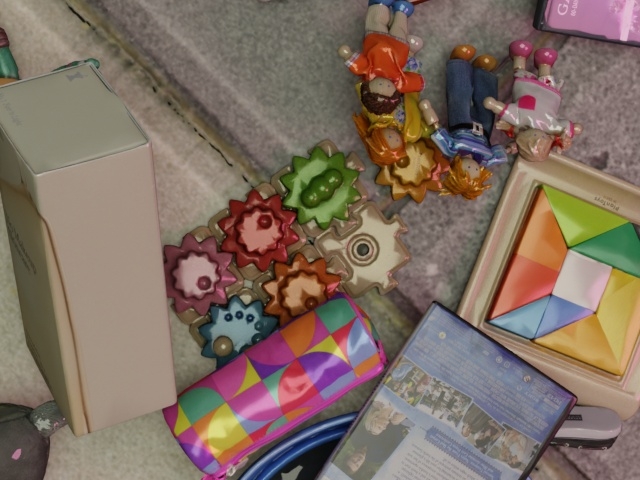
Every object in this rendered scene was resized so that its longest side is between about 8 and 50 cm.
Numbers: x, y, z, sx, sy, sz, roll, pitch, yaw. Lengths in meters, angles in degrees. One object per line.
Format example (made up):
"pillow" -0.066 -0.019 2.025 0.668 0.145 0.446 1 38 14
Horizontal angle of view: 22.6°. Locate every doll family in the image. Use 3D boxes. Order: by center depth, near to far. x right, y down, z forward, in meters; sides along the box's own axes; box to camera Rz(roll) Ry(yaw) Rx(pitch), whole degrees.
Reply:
"doll family" 0.125 -0.128 1.616 0.263 0.118 0.163 16 57 -14

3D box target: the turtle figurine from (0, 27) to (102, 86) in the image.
"turtle figurine" -0.311 -0.134 1.582 0.175 0.118 0.234 -37 78 -20

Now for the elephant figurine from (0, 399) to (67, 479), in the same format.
"elephant figurine" -0.340 0.286 1.592 0.169 0.186 0.239 -23 109 -47

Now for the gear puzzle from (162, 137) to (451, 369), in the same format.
"gear puzzle" 0.000 0.000 1.652 0.339 0.044 0.175 -35 95 -4

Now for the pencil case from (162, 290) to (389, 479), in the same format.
"pencil case" -0.044 0.151 1.607 0.236 0.104 0.104 -36 95 -1

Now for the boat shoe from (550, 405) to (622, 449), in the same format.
"boat shoe" 0.246 0.198 1.685 0.142 0.049 0.040 6 131 1

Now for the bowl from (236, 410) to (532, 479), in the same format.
"bowl" 0.063 0.366 1.656 0.391 0.077 0.391 0 92 -6

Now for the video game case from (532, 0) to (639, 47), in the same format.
"video game case" 0.370 -0.292 1.648 0.274 0.026 0.196 8 106 -13

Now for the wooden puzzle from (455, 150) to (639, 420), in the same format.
"wooden puzzle" 0.272 0.046 1.682 0.221 0.044 0.238 22 90 -6

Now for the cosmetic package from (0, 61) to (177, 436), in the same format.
"cosmetic package" -0.221 0.011 1.494 0.113 0.160 0.309 -18 129 -19

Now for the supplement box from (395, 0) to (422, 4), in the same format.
"supplement box" 0.081 -0.360 1.632 0.080 0.078 0.233 -20 94 -5

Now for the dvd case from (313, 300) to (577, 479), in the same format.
"dvd case" 0.118 0.213 1.608 0.180 0.022 0.253 34 87 -6
